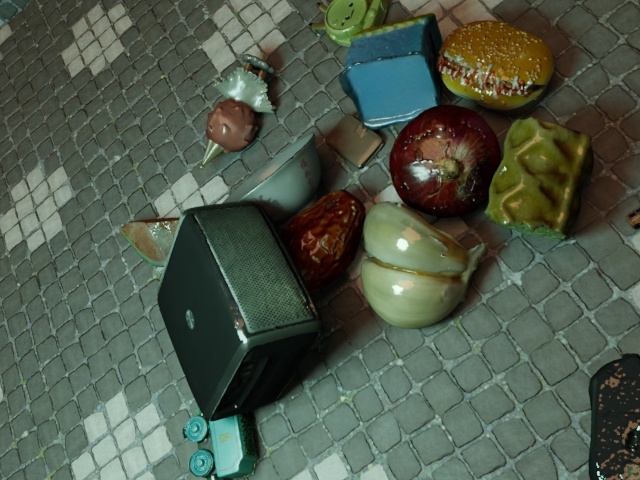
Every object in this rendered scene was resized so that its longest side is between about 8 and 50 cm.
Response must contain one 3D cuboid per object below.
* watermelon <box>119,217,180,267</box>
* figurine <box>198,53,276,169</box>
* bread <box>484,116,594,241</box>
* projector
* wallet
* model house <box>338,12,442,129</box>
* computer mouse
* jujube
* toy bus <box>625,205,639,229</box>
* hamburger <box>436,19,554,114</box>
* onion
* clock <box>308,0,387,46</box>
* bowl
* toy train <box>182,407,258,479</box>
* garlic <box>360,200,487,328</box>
[{"bbox_3d":[-0.502,0.007,1.992,0.231,0.128,0.146,0,98,40],"label":"watermelon"},{"bbox_3d":[-0.261,-0.381,1.993,0.207,0.166,0.387,23,85,-13],"label":"figurine"},{"bbox_3d":[0.501,-0.129,1.476,0.195,0.238,0.252,10,85,31],"label":"bread"},{"bbox_3d":[-0.209,0.173,1.595,0.405,0.242,0.395,60,140,29],"label":"projector"},{"bbox_3d":[0.098,-0.283,1.835,0.118,0.039,0.152,-48,62,5],"label":"wallet"},{"bbox_3d":[0.203,-0.494,1.770,0.237,0.215,0.303,-6,53,24],"label":"model house"},{"bbox_3d":[0.625,0.388,1.277,0.182,0.116,0.324,-2,63,28],"label":"computer mouse"},{"bbox_3d":[0.000,0.000,1.686,0.197,0.197,0.290,30,76,31],"label":"jujube"},{"bbox_3d":[0.739,-0.071,1.446,0.110,0.031,0.043,-37,53,9],"label":"toy bus"},{"bbox_3d":[0.449,-0.451,1.664,0.295,0.151,0.227,30,83,31],"label":"hamburger"},{"bbox_3d":[0.305,-0.191,1.575,0.276,0.276,0.276,-9,67,23],"label":"onion"},{"bbox_3d":[0.079,-0.677,1.975,0.231,0.069,0.170,11,76,29],"label":"clock"},{"bbox_3d":[-0.109,-0.129,1.777,0.345,0.345,0.157,-36,103,10],"label":"bowl"},{"bbox_3d":[-0.252,0.517,1.659,0.162,0.112,0.203,-20,66,12],"label":"toy train"},{"bbox_3d":[0.216,0.049,1.574,0.313,0.286,0.249,24,38,25],"label":"garlic"}]
